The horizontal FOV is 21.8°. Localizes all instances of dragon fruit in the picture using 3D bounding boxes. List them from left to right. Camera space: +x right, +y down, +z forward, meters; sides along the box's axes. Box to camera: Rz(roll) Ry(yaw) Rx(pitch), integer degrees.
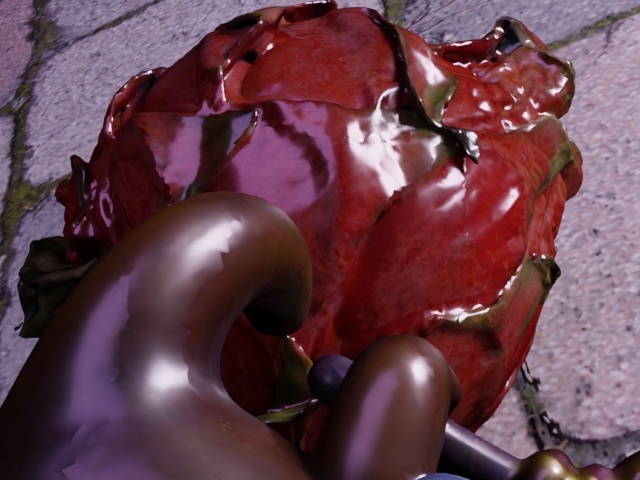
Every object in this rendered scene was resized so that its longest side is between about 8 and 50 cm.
[{"bbox_3d":[0.000,0.000,0.809,0.299,0.244,0.244,-41,31,-2],"label":"dragon fruit"}]

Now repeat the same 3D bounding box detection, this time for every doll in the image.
[{"bbox_3d":[0.022,0.141,0.573,0.340,0.209,0.318,19,56,27],"label":"doll"}]
